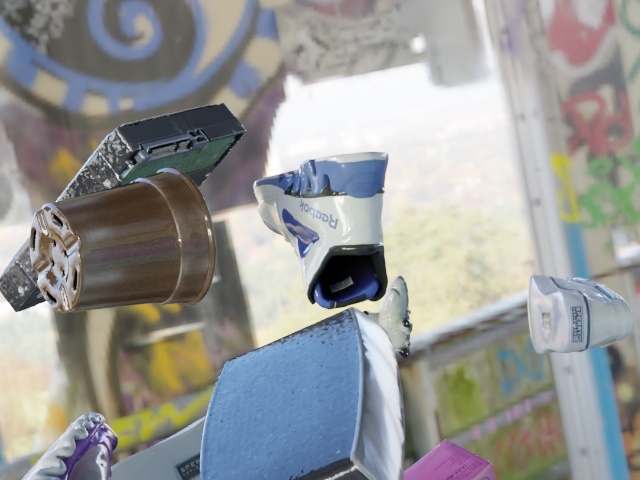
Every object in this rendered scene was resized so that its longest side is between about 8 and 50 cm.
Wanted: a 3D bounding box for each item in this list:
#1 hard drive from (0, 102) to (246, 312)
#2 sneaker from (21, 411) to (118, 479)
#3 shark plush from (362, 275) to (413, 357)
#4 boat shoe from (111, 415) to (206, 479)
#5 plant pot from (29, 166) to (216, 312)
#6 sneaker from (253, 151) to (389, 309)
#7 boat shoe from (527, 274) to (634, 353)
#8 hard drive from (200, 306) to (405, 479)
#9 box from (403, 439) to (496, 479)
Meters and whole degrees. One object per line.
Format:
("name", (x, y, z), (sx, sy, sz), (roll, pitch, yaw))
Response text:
("hard drive", (-0.276, -0.047, 1.878), (0.339, 0.064, 0.237), (-45, -13, 34))
("sneaker", (-0.202, 0.227, 1.120), (0.095, 0.104, 0.236), (-50, 7, 17))
("shark plush", (0.121, 0.121, 1.966), (0.073, 0.161, 0.067), (3, 54, 30))
("boat shoe", (-0.141, 0.303, 1.757), (0.367, 0.135, 0.156), (-22, -14, -35))
("plant pot", (-0.234, 0.007, 1.576), (0.165, 0.167, 0.167), (-10, 4, -36))
("sneaker", (0.000, 0.000, 1.742), (0.128, 0.182, 0.315), (-2, -6, -18))
("boat shoe", (0.292, 0.088, 1.562), (0.084, 0.095, 0.258), (-3, 6, -2))
("hard drive", (-0.019, 0.149, 1.111), (0.172, 0.054, 0.254), (-24, 23, 12))
("box", (0.198, 0.501, 2.290), (0.214, 0.243, 0.117), (-32, 32, -27))
